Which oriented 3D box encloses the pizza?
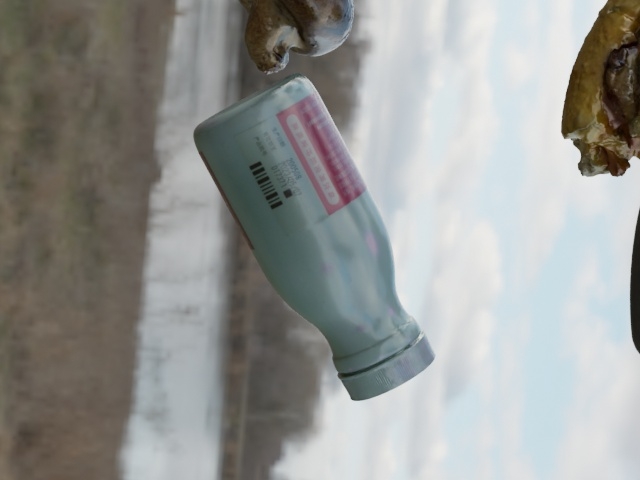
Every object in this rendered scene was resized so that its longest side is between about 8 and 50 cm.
[{"bbox_3d":[0.251,-0.088,0.995,0.154,0.194,0.069,-60,160,-8],"label":"pizza"}]

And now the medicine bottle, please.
[{"bbox_3d":[0.000,0.000,1.085,0.216,0.090,0.090,62,2,-8],"label":"medicine bottle"}]

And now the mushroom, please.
[{"bbox_3d":[-0.022,-0.183,1.170,0.126,0.085,0.109,169,-94,-77],"label":"mushroom"}]

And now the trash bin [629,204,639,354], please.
[{"bbox_3d":[0.386,0.010,1.219,0.290,0.182,0.209,-17,-120,53],"label":"trash bin"}]
